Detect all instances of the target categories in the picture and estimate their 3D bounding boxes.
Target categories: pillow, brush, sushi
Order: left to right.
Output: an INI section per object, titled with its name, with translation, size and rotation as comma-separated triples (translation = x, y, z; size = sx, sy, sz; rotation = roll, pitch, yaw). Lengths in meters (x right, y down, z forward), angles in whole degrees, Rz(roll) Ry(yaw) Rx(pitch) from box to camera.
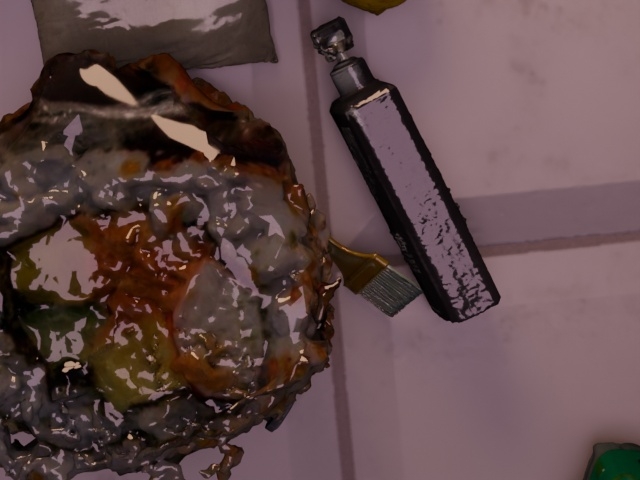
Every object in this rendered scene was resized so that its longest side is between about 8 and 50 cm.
[sushi]
translation = -0.178, 0.042, 1.309
size = 0.418, 0.176, 0.417
rotation = 0, 95, -2
[pillow]
translation = -0.162, -0.227, 1.361
size = 0.230, 0.050, 0.148
rotation = -7, 110, 0
[brush]
translation = 0.000, 0.000, 1.405
size = 0.218, 0.082, 0.010
rotation = 37, 59, -2

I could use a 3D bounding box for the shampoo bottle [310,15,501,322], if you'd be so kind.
[shampoo bottle]
translation = 0.076, -0.071, 1.373
size = 0.071, 0.098, 0.309
rotation = -27, 100, -1

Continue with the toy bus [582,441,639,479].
[toy bus]
translation = 0.421, 0.334, 1.413
size = 0.344, 0.199, 0.183
rotation = 11, 108, -4

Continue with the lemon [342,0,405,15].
[lemon]
translation = 0.044, -0.275, 1.331
size = 0.109, 0.109, 0.133
rotation = -18, 108, 1

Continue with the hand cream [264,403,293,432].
[hand cream]
translation = -0.150, 0.099, 1.419
size = 0.276, 0.059, 0.095
rotation = 33, 96, -3
